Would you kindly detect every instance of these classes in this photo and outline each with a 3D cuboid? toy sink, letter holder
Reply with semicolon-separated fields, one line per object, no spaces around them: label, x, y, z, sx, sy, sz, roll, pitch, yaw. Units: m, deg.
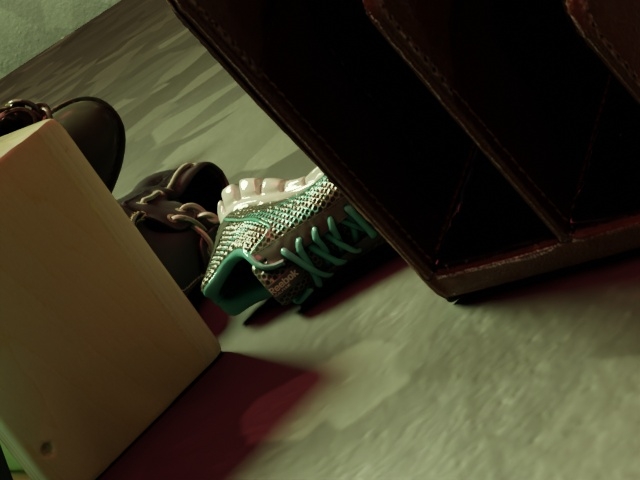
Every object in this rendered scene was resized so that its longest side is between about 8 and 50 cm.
toy sink;-0.195;0.049;0.804;0.131;0.153;0.234;-45;20;-32
letter holder;0.087;-0.167;0.642;0.152;0.214;0.302;-18;38;41

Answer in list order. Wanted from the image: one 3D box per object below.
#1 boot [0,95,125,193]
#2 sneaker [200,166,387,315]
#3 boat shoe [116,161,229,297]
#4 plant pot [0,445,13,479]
boot;-0.220;-0.045;1.100;0.263;0.091;0.229;-53;0;-26
sneaker;0.000;0.000;0.761;0.166;0.065;0.076;-21;37;46
boat shoe;-0.090;-0.009;0.905;0.065;0.075;0.206;-35;11;8
plant pot;-0.245;0.121;0.555;0.252;0.247;0.248;-18;16;-5
